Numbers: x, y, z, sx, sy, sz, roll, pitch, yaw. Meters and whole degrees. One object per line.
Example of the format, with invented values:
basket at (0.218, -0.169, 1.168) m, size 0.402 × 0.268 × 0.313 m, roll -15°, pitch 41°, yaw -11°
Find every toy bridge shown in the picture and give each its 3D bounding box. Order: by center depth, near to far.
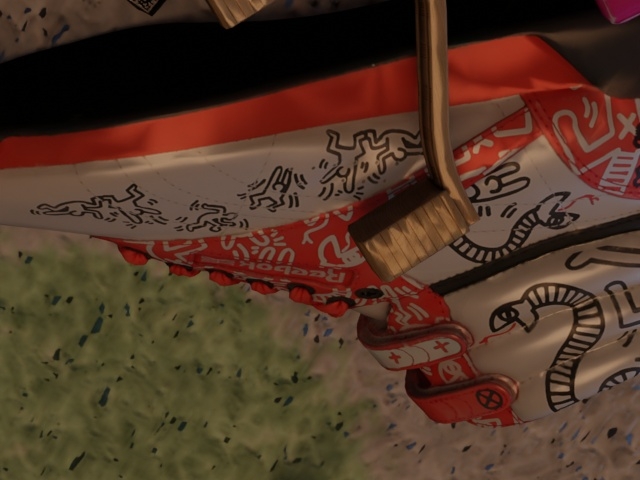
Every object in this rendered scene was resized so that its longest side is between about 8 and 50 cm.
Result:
toy bridge at (-0.005, -0.083, 0.544) m, size 0.063 × 0.026 × 0.188 m, roll -32°, pitch 103°, yaw -2°

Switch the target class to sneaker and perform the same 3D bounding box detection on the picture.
sneaker at (0.001, 0.000, 0.633) m, size 0.270 × 0.090 × 0.145 m, roll -10°, pitch 115°, yaw 2°

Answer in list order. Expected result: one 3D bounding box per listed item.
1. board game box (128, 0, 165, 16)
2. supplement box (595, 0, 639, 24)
board game box at (-0.119, -0.180, 0.550) m, size 0.260 × 0.030 × 0.136 m, roll 32°, pitch 129°, yaw -16°
supplement box at (0.077, -0.188, 0.523) m, size 0.114 × 0.111 × 0.220 m, roll -24°, pitch 117°, yaw 10°
